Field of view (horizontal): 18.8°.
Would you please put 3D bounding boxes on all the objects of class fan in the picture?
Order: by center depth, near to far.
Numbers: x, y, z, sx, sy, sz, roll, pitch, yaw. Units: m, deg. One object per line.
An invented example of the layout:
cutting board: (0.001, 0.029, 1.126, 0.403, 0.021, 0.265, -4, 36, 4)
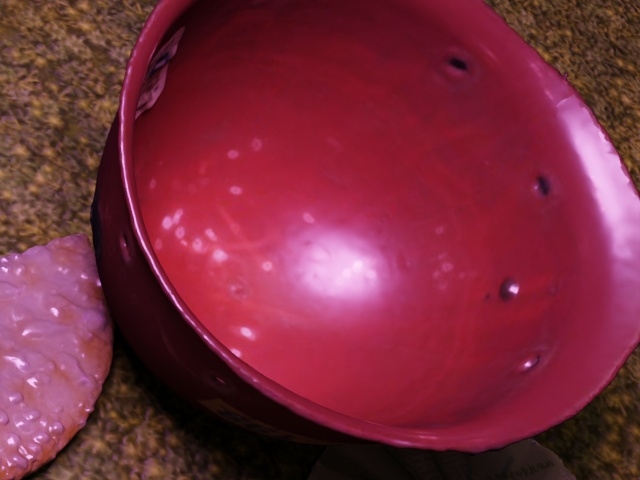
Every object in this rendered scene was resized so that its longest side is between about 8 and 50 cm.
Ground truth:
fan: (0.082, 0.164, 1.358, 0.240, 0.009, 0.131, -4, 51, -35)

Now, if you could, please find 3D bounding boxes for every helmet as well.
helmet: (0.000, 0.000, 1.289, 0.385, 0.230, 0.337, 15, 64, -27)

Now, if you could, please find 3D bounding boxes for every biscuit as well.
biscuit: (-0.220, 0.092, 1.206, 0.290, 0.038, 0.141, -25, 68, -44)

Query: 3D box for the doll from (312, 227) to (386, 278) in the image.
doll: (0.087, -0.058, 1.522, 0.203, 0.091, 0.286, 0, 39, -1)
